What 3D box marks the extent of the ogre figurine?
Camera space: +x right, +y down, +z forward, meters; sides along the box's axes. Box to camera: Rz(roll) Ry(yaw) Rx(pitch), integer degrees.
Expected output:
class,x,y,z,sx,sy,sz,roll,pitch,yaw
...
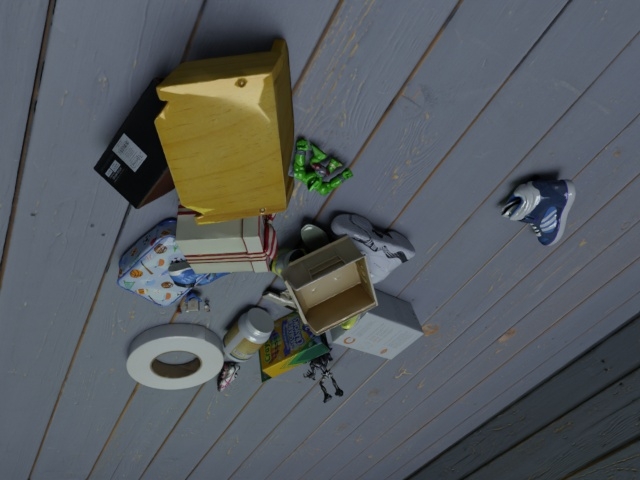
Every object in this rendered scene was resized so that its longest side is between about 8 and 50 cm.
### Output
class,x,y,z,sx,sy,sz,roll,pitch,yaw
ogre figurine,-0.010,-0.212,1.326,0.197,0.097,0.118,22,112,-44

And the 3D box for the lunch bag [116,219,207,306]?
class,x,y,z,sx,sy,sz,roll,pitch,yaw
lunch bag,-0.504,0.086,1.455,0.303,0.115,0.243,-37,133,18

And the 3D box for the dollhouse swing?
class,x,y,z,sx,sy,sz,roll,pitch,yaw
dollhouse swing,-0.200,-0.283,1.058,0.315,0.305,0.347,-10,134,-7

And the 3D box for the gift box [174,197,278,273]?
class,x,y,z,sx,sy,sz,roll,pitch,yaw
gift box,-0.253,-0.049,1.287,0.258,0.255,0.276,-3,157,0

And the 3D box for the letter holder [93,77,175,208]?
class,x,y,z,sx,sy,sz,roll,pitch,yaw
letter holder,-0.403,-0.261,1.154,0.152,0.214,0.302,44,114,-6

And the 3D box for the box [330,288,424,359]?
class,x,y,z,sx,sy,sz,roll,pitch,yaw
box,0.227,0.346,1.855,0.345,0.168,0.215,25,122,-33

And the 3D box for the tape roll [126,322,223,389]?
class,x,y,z,sx,sy,sz,roll,pitch,yaw
tape roll,-0.599,0.491,1.831,0.392,0.072,0.392,-7,133,-8

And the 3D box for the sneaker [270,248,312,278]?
class,x,y,z,sx,sy,sz,roll,pitch,yaw
sneaker,-0.033,0.131,1.634,0.147,0.145,0.384,-2,152,36

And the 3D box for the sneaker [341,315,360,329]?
class,x,y,z,sx,sy,sz,roll,pitch,yaw
sneaker,0.108,0.236,1.676,0.081,0.209,0.094,-1,156,38

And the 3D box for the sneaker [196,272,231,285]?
class,x,y,z,sx,sy,sz,roll,pitch,yaw
sneaker,-0.364,0.091,1.539,0.209,0.069,0.082,-25,106,17

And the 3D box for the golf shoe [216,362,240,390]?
class,x,y,z,sx,sy,sz,roll,pitch,yaw
golf shoe,-0.425,0.634,2.012,0.086,0.067,0.186,9,129,-24

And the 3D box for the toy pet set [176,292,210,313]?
class,x,y,z,sx,sy,sz,roll,pitch,yaw
toy pet set,-0.483,0.236,1.651,0.122,0.065,0.114,-3,167,-9

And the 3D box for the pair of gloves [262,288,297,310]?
class,x,y,z,sx,sy,sz,roll,pitch,yaw
pair of gloves,-0.090,0.235,1.667,0.204,0.042,0.240,24,156,-31

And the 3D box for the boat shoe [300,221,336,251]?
class,x,y,z,sx,sy,sz,roll,pitch,yaw
boat shoe,0.000,0.000,1.540,0.081,0.069,0.228,-33,132,13

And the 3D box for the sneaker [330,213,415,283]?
class,x,y,z,sx,sy,sz,roll,pitch,yaw
sneaker,0.155,0.046,1.577,0.365,0.137,0.210,19,123,-32

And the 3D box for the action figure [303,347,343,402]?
class,x,y,z,sx,sy,sz,roll,pitch,yaw
action figure,0.002,0.604,2.037,0.164,0.276,0.141,-21,178,-30

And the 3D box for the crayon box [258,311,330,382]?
class,x,y,z,sx,sy,sz,roll,pitch,yaw
crayon box,-0.137,0.419,1.797,0.323,0.203,0.083,-29,132,11

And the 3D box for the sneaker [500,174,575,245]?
class,x,y,z,sx,sy,sz,roll,pitch,yaw
sneaker,0.784,-0.095,1.643,0.236,0.130,0.323,-6,139,4

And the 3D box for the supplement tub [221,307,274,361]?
class,x,y,z,sx,sy,sz,roll,pitch,yaw
supplement tub,-0.289,0.378,1.758,0.144,0.144,0.200,23,123,-32

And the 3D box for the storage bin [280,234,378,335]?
class,x,y,z,sx,sy,sz,roll,pitch,yaw
storage bin,0.032,0.156,1.458,0.260,0.123,0.262,-26,135,-7

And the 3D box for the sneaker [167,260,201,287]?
class,x,y,z,sx,sy,sz,roll,pitch,yaw
sneaker,-0.398,0.107,1.393,0.152,0.058,0.085,-11,131,-6
